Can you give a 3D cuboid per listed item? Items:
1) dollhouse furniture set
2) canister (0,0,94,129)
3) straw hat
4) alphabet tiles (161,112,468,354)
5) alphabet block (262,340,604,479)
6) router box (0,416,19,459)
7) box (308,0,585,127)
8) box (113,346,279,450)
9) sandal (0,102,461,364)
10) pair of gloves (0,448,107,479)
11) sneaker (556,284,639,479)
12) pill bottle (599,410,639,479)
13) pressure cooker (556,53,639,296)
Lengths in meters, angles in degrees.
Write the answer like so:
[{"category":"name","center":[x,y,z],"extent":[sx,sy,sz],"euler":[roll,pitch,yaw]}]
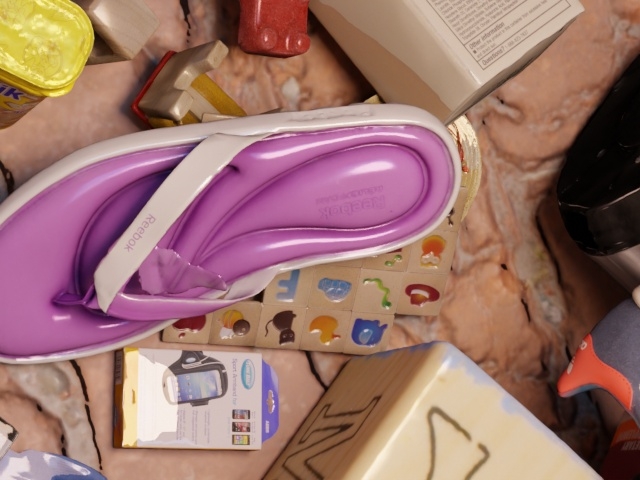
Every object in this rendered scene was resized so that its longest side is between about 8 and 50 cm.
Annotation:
[{"category":"dollhouse furniture set","center":[-0.165,-0.235,1.503],"extent":[0.374,0.152,0.201],"euler":[45,66,-30]},{"category":"canister","center":[-0.255,-0.146,1.413],"extent":[0.126,0.170,0.073],"euler":[27,72,-17]},{"category":"straw hat","center":[0.065,-0.060,1.598],"extent":[0.144,0.061,0.144],"euler":[5,79,-26]},{"category":"alphabet tiles","center":[0.000,0.000,1.526],"extent":[0.237,0.009,0.198],"euler":[5,110,-19]},{"category":"alphabet block","center":[0.073,0.218,1.486],"extent":[0.192,0.193,0.197],"euler":[42,68,-11]},{"category":"router box","center":[-0.376,0.077,1.285],"extent":[0.309,0.243,0.081],"euler":[41,69,-13]},{"category":"box","center":[0.055,-0.254,1.555],"extent":[0.148,0.121,0.311],"euler":[-35,85,-30]},{"category":"box","center":[-0.100,0.130,1.516],"extent":[0.136,0.028,0.081],"euler":[5,80,-25]},{"category":"sandal","center":[-0.084,-0.009,1.433],"extent":[0.416,0.102,0.169],"euler":[-20,116,-7]},{"category":"pair of gloves","center":[-0.249,0.246,1.435],"extent":[0.159,0.023,0.198],"euler":[35,69,-13]},{"category":"sneaker","center":[0.318,0.201,1.425],"extent":[0.148,0.131,0.350],"euler":[-40,75,11]},{"category":"pill bottle","center":[0.292,0.345,1.543],"extent":[0.224,0.224,0.392],"euler":[30,71,-17]},{"category":"pressure cooker","center":[0.463,-0.017,1.601],"extent":[0.420,0.375,0.370],"euler":[43,77,-10]}]
